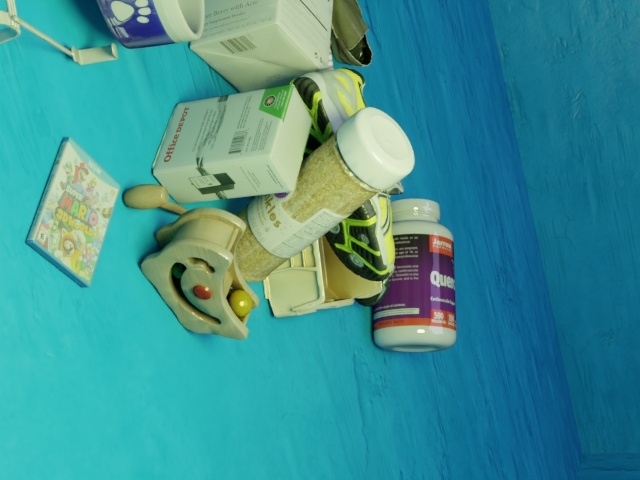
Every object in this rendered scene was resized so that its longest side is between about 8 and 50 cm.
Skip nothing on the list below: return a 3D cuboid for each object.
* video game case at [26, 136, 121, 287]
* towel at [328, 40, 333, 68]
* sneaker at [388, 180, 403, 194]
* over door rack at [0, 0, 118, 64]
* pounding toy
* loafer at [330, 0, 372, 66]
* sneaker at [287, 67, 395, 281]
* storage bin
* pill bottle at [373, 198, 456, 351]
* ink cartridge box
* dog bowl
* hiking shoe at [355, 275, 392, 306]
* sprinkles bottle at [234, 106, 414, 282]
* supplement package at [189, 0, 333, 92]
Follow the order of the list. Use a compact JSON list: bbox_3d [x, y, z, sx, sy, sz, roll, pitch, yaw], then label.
[{"bbox_3d":[-0.324,-0.037,1.284,0.119,0.015,0.166,50,41,-47],"label":"video game case"},{"bbox_3d":[0.000,-0.315,1.985,0.144,0.029,0.197,-29,110,-61],"label":"towel"},{"bbox_3d":[0.099,-0.124,1.806,0.211,0.080,0.081,3,84,-64],"label":"sneaker"},{"bbox_3d":[-0.372,-0.347,1.187,0.324,0.108,0.239,-18,100,-78],"label":"over door rack"},{"bbox_3d":[-0.163,0.009,1.438,0.269,0.154,0.154,61,34,-38],"label":"pounding toy"},{"bbox_3d":[0.061,-0.454,2.009,0.094,0.087,0.251,-51,150,-12],"label":"loafer"},{"bbox_3d":[0.069,-0.111,1.632,0.147,0.145,0.384,-32,115,-34],"label":"sneaker"},{"bbox_3d":[0.000,0.000,1.802,0.262,0.123,0.260,-3,86,-64],"label":"storage bin"},{"bbox_3d":[0.206,0.079,2.128,0.181,0.182,0.322,26,61,-59],"label":"pill bottle"},{"bbox_3d":[-0.134,-0.145,1.477,0.087,0.209,0.153,58,36,-45],"label":"ink cartridge box"},{"bbox_3d":[-0.244,-0.404,1.342,0.265,0.104,0.264,-8,90,-85],"label":"dog bowl"},{"bbox_3d":[0.066,-0.013,1.992,0.132,0.113,0.303,-3,88,-38],"label":"hiking shoe"},{"bbox_3d":[-0.016,-0.064,1.515,0.121,0.355,0.121,30,41,-30],"label":"sprinkles bottle"},{"bbox_3d":[-0.093,-0.430,1.660,0.175,0.178,0.292,36,51,-53],"label":"supplement package"}]
